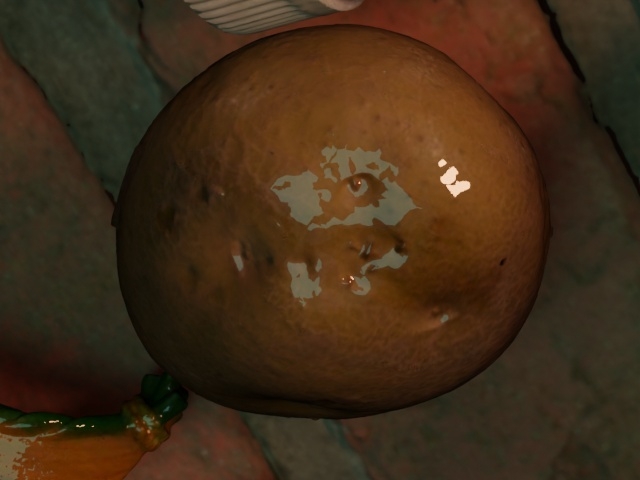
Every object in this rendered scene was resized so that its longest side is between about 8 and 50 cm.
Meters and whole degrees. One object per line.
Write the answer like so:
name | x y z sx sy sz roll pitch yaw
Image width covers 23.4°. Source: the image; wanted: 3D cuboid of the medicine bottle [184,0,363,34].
medicine bottle | 0.090 -0.189 0.572 0.318 0.158 0.158 -13 106 24

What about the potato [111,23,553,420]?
potato | 0.000 0.000 0.675 0.178 0.160 0.235 51 138 -7

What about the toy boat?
toy boat | -0.184 0.081 0.826 0.230 0.089 0.088 15 78 12
